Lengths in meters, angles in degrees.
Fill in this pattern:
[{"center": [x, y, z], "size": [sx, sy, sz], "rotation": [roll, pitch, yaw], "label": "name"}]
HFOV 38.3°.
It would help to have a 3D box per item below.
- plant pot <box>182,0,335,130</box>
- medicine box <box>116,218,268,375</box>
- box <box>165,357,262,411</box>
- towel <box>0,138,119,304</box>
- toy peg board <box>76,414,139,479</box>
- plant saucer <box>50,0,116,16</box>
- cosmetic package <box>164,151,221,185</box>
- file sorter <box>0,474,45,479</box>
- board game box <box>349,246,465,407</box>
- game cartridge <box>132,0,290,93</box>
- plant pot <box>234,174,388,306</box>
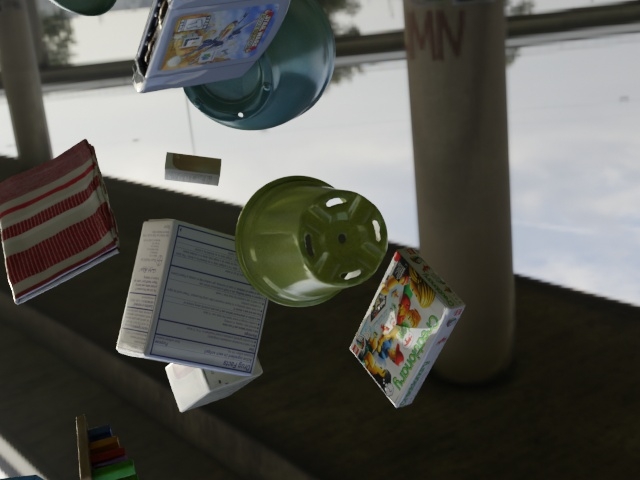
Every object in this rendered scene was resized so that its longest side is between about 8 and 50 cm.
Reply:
[{"center": [-0.138, -0.320, 1.636], "size": [0.293, 0.292, 0.196], "rotation": [-1, -157, 16], "label": "plant pot"}, {"center": [-0.260, 0.124, 1.960], "size": [0.264, 0.289, 0.149], "rotation": [17, 171, -35], "label": "medicine box"}, {"center": [-0.266, 0.319, 2.270], "size": [0.149, 0.126, 0.232], "rotation": [-15, 166, -32], "label": "box"}, {"center": [-0.538, -0.047, 1.854], "size": [0.237, 0.037, 0.329], "rotation": [-28, -130, 2], "label": "towel"}, {"center": [-0.327, 0.378, 1.467], "size": [0.079, 0.161, 0.160], "rotation": [-13, -152, -11], "label": "toy peg board"}, {"center": [-0.565, -0.632, 2.007], "size": [0.044, 0.317, 0.317], "rotation": [-17, -170, 29], "label": "plant saucer"}, {"center": [-0.263, -0.147, 1.900], "size": [0.115, 0.041, 0.060], "rotation": [7, 159, -9], "label": "cosmetic package"}, {"center": [-0.477, 0.480, 1.546], "size": [0.118, 0.170, 0.104], "rotation": [-13, -134, 28], "label": "file sorter"}, {"center": [0.184, 0.192, 2.014], "size": [0.053, 0.305, 0.193], "rotation": [-8, -136, -38], "label": "board game box"}, {"center": [-0.153, -0.314, 1.334], "size": [0.198, 0.062, 0.297], "rotation": [-11, 163, -25], "label": "game cartridge"}, {"center": [0.000, 0.000, 1.794], "size": [0.276, 0.275, 0.254], "rotation": [-12, -176, -21], "label": "plant pot"}]
